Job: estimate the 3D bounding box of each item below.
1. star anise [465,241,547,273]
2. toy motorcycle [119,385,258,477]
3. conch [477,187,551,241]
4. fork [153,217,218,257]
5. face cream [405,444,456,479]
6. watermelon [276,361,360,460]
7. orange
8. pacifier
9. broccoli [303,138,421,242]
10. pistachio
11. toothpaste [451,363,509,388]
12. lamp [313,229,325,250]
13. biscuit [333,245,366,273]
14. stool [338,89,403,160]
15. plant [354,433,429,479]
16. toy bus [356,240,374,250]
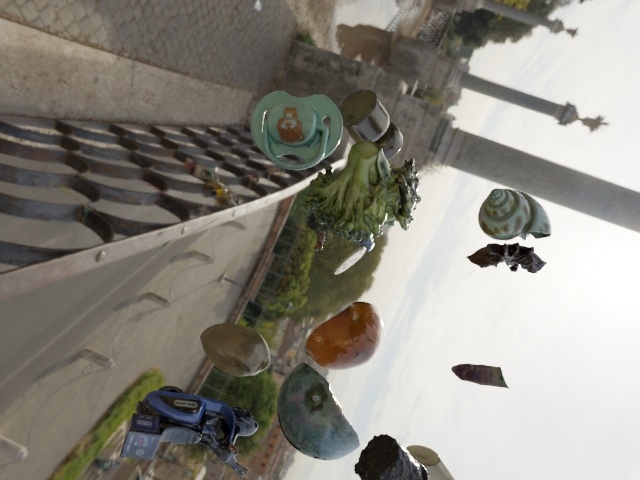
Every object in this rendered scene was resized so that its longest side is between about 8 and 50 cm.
[{"bbox_3d":[0.727,0.071,1.710,0.198,0.258,0.110,139,-37,-65],"label":"star anise"},{"bbox_3d":[-0.335,0.513,1.206,0.125,0.359,0.212,-67,-158,15],"label":"toy motorcycle"},{"bbox_3d":[0.728,-0.094,1.683,0.368,0.250,0.197,-1,98,-52],"label":"conch"},{"bbox_3d":[-0.417,-0.019,1.377,0.235,0.039,0.021,-36,114,-26],"label":"fork"},{"bbox_3d":[0.407,0.823,1.548,0.067,0.139,0.285,-52,120,-33],"label":"face cream"},{"bbox_3d":[-0.031,0.549,1.403,0.188,0.322,0.175,-35,150,-24],"label":"watermelon"},{"bbox_3d":[0.117,0.393,1.809,0.310,0.274,0.274,-49,162,-34],"label":"orange"},{"bbox_3d":[-0.081,-0.401,1.662,0.269,0.344,0.288,-6,107,-77],"label":"pacifier"},{"bbox_3d":[0.131,-0.129,1.311,0.335,0.323,0.272,-20,161,-24],"label":"broccoli"},{"bbox_3d":[-0.272,0.345,1.415,0.137,0.238,0.153,61,46,-70],"label":"pistachio"},{"bbox_3d":[0.567,0.482,1.613,0.301,0.048,0.075,149,-53,-71],"label":"toothpaste"},{"bbox_3d":[0.000,0.000,1.745,0.063,0.031,0.083,171,-70,-69],"label":"lamp"},{"bbox_3d":[0.106,0.073,1.595,0.152,0.020,0.152,-35,164,-12],"label":"biscuit"},{"bbox_3d":[0.207,-0.467,1.835,0.264,0.179,0.179,38,70,-47],"label":"stool"},{"bbox_3d":[0.171,0.561,1.037,0.131,0.203,0.142,-48,-160,-31],"label":"plant"},{"bbox_3d":[0.168,-0.029,1.927,0.076,0.167,0.073,-54,172,28],"label":"toy bus"}]
